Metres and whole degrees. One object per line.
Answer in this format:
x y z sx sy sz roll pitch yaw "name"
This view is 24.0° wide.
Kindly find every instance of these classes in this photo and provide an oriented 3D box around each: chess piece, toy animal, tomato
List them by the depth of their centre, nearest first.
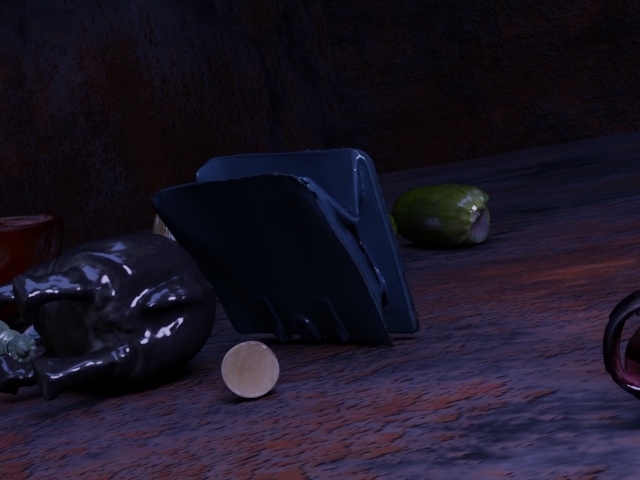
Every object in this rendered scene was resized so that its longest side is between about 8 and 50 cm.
-0.044 0.078 0.952 0.035 0.035 0.092 -12 0 -2 "chess piece"
-0.174 0.055 1.160 0.168 0.106 0.343 -13 1 -9 "toy animal"
-0.288 0.096 1.382 0.042 0.042 0.093 -15 12 -34 "chess piece"
-0.445 0.053 1.674 0.338 0.144 0.338 -7 5 1 "tomato"

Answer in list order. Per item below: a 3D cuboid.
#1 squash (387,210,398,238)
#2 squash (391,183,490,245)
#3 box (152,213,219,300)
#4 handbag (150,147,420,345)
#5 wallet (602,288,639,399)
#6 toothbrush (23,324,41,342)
0.000 0.000 1.639 0.066 0.066 0.252 -15 5 -37 "squash"
0.133 -0.028 1.648 0.069 0.069 0.239 -13 4 -13 "squash"
-0.102 0.016 1.578 0.177 0.111 0.111 -8 4 -8 "box"
-0.024 0.008 1.079 0.057 0.144 0.221 -34 16 -30 "handbag"
0.277 0.016 0.667 0.262 0.071 0.221 -2 7 25 "wallet"
-0.225 0.074 1.600 0.027 0.021 0.269 5 12 28 "toothbrush"
